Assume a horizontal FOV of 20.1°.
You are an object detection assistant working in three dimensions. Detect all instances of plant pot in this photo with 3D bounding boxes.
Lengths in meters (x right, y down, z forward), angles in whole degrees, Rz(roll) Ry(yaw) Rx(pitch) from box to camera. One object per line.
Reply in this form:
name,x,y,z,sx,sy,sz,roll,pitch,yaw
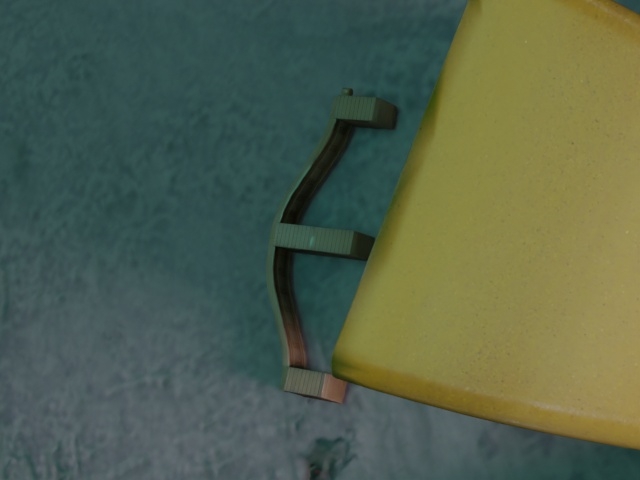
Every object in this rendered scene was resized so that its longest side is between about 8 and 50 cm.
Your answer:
plant pot,0.159,0.006,0.874,0.187,0.212,0.212,22,92,25

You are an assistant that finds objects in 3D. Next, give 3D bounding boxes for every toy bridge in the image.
toy bridge,0.000,0.000,1.080,0.063,0.026,0.188,6,83,36
